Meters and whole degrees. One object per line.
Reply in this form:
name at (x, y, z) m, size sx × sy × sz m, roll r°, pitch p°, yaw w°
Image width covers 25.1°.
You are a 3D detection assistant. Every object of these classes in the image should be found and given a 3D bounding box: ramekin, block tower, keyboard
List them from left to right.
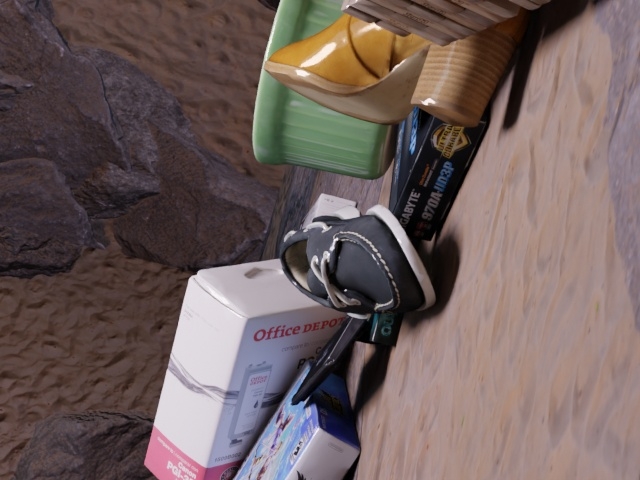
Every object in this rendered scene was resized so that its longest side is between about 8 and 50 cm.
keyboard at (0.017, 0.121, 1.580) m, size 0.108 × 0.023 × 0.180 m, roll -58°, pitch 2°, yaw -24°
ramekin at (0.039, -0.216, 1.665) m, size 0.303 × 0.148 × 0.303 m, roll 17°, pitch -90°, yaw -84°
block tower at (0.124, -0.219, 1.016) m, size 0.335 × 0.091 × 0.097 m, roll -3°, pitch 68°, yaw 71°

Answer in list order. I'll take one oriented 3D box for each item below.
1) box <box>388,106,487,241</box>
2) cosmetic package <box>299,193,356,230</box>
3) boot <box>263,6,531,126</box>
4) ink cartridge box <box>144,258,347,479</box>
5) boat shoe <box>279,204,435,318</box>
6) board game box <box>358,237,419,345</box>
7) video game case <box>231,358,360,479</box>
box at (0.118, -0.136, 1.407) m, size 0.175 × 0.051 × 0.220 m, roll 111°, pitch 171°, yaw -50°
cosmetic package at (0.000, 0.000, 2.227) m, size 0.239 × 0.060 × 0.099 m, roll 130°, pitch 153°, yaw -78°
boot at (0.082, -0.215, 1.285) m, size 0.295 × 0.104 × 0.211 m, roll 14°, pitch 80°, yaw 51°
ink cartridge box at (-0.090, 0.179, 1.847) m, size 0.117 × 0.207 × 0.283 m, roll 34°, pitch 119°, yaw 37°
boat shoe at (0.030, 0.029, 1.395) m, size 0.114 × 0.091 × 0.302 m, roll 65°, pitch 170°, yaw -4°
board game box at (0.069, 0.051, 1.576) m, size 0.186 × 0.026 × 0.126 m, roll 151°, pitch 132°, yaw -82°
video game case at (-0.050, 0.287, 1.681) m, size 0.244 × 0.061 × 0.269 m, roll -59°, pitch 8°, yaw 8°
